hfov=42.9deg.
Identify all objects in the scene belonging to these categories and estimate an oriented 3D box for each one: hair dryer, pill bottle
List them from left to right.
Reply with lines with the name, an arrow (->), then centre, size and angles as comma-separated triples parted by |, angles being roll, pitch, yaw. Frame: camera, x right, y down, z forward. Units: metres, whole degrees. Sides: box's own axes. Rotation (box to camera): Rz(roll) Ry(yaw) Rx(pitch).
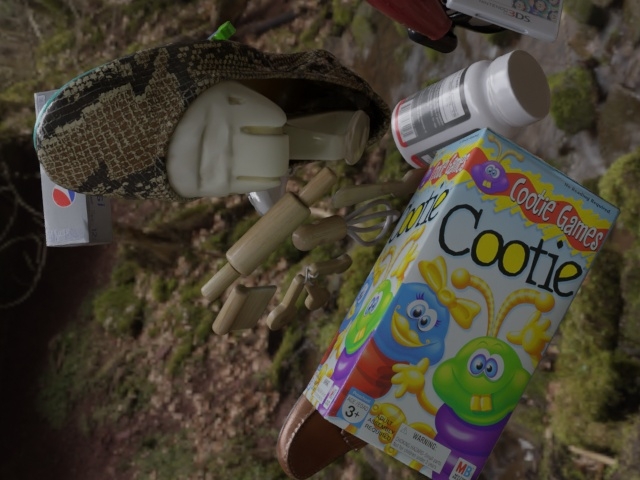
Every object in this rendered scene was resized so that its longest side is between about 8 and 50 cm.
hair dryer -> 0.096, -0.311, 0.951 | 0.080, 0.223, 0.293 | -52, -20, 4
pill bottle -> 0.289, -0.249, 1.575 | 0.283, 0.161, 0.161 | -20, 62, 46

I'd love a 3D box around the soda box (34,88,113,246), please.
soda box -> -0.457, -0.132, 1.514 | 0.098, 0.091, 0.286 | -2, -94, -77

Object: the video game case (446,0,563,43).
video game case -> 0.236, -0.335, 1.003 | 0.019, 0.143, 0.157 | 135, 150, -72

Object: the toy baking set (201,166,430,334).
toy baking set -> -0.004, 0.000, 0.800 | 0.256, 0.197, 0.030 | -46, 64, 10

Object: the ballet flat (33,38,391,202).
ballet flat -> -0.062, -0.126, 0.878 | 0.182, 0.483, 0.164 | 27, 116, 25

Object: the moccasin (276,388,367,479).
moccasin -> 0.104, 0.245, 1.253 | 0.147, 0.380, 0.139 | 37, 149, 55

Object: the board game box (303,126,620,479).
board game box -> 0.118, 0.060, 0.735 | 0.275, 0.142, 0.144 | -60, 7, -7

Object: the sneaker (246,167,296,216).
sneaker -> -0.078, -0.186, 1.486 | 0.111, 0.129, 0.297 | 24, -115, -70

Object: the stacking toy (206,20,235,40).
stacking toy -> -0.161, -0.190, 1.198 | 0.221, 0.167, 0.052 | -42, 25, 1

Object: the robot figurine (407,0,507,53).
robot figurine -> 0.218, -0.393, 1.176 | 0.173, 0.278, 0.209 | -5, 89, 40
